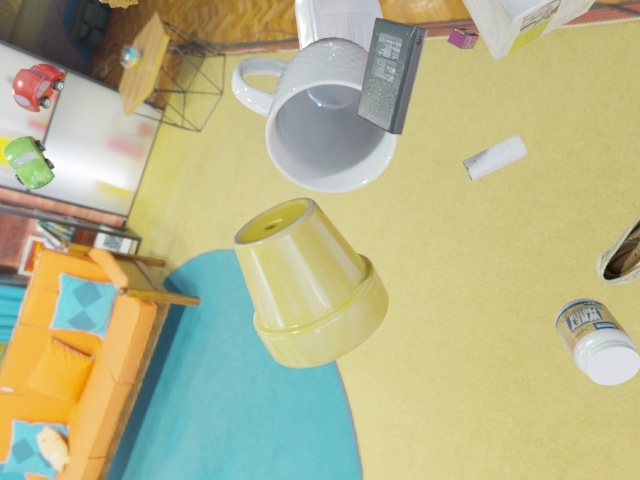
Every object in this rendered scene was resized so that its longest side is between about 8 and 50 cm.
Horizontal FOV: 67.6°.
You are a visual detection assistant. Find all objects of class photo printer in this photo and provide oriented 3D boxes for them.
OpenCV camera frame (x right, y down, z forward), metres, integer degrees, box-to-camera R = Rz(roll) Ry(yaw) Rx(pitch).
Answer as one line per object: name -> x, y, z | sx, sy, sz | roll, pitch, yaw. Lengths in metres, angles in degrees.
photo printer -> 0.079, -0.658, 1.532 | 0.107, 0.307, 0.256 | 15, 119, 54

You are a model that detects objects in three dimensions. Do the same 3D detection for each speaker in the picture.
speaker -> 0.407, -0.193, 1.117 | 0.136, 0.055, 0.055 | -27, 56, 15

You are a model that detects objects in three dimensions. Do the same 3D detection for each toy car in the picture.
toy car -> -0.535, -0.192, 0.833 | 0.239, 0.053, 0.225 | -31, 77, -11

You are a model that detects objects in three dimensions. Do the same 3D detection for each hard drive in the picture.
hard drive -> 0.092, -0.223, 0.649 | 0.094, 0.022, 0.135 | 46, 134, 48

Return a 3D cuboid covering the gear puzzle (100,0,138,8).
gear puzzle -> -0.273, -0.511, 0.894 | 0.339, 0.175, 0.044 | -16, 82, 12

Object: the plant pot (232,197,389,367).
plant pot -> -0.034, 0.061, 0.885 | 0.254, 0.239, 0.254 | -24, 21, 10

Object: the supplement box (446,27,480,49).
supplement box -> 0.423, -0.596, 1.413 | 0.055, 0.083, 0.043 | 42, 132, 24

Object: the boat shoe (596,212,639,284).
boat shoe -> 0.617, -0.024, 0.849 | 0.104, 0.089, 0.285 | 44, 115, 24

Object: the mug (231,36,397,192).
mug -> -0.019, -0.328, 1.102 | 0.328, 0.374, 0.276 | -87, 14, -46

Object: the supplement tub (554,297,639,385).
supplement tub -> 0.713, 0.259, 1.240 | 0.144, 0.144, 0.199 | -51, 14, 24

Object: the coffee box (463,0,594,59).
coffee box -> 0.637, -0.829, 1.459 | 0.334, 0.338, 0.337 | -27, 85, 12
